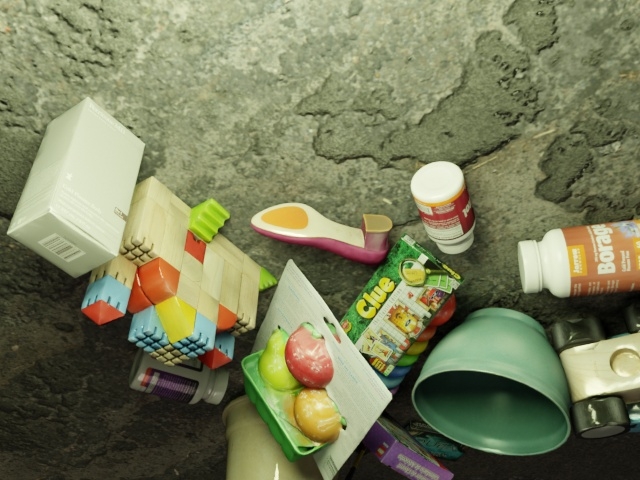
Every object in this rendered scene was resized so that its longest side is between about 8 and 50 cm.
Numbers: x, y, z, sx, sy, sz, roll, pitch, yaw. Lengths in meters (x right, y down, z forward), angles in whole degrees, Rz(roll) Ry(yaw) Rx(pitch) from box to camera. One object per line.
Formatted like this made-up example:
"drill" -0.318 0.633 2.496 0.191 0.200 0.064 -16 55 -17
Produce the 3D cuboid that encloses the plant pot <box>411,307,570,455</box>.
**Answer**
"plant pot" 0.342 0.256 1.451 0.293 0.196 0.293 14 141 11

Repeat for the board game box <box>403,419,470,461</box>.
"board game box" 0.285 0.506 1.885 0.186 0.026 0.126 14 137 -13

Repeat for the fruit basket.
"fruit basket" -0.011 0.258 1.447 0.166 0.327 0.353 -15 146 -39

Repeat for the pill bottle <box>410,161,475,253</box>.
"pill bottle" 0.206 -0.049 1.222 0.086 0.086 0.152 -12 137 15

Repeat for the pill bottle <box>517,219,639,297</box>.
"pill bottle" 0.455 0.035 1.281 0.216 0.121 0.121 -7 137 9

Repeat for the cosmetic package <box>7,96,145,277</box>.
"cosmetic package" -0.350 -0.080 1.095 0.107 0.237 0.127 -23 135 29

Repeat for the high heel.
"high heel" 0.000 0.000 1.297 0.244 0.082 0.117 -1 140 -9

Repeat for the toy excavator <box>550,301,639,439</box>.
"toy excavator" 0.722 0.292 1.534 0.433 0.222 0.445 -17 149 19

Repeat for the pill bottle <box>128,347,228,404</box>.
"pill bottle" -0.301 0.288 1.598 0.194 0.108 0.108 21 135 -20

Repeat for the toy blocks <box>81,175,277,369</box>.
"toy blocks" -0.236 0.085 1.256 0.191 0.260 0.381 -25 132 27

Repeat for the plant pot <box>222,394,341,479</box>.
"plant pot" -0.094 0.566 1.729 0.334 0.305 0.333 6 142 5

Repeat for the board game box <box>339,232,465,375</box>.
"board game box" 0.138 0.123 1.373 0.136 0.030 0.259 39 122 12

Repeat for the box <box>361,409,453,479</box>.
"box" 0.130 0.413 1.612 0.201 0.293 0.057 37 88 -33

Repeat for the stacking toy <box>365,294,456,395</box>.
"stacking toy" 0.159 0.197 1.481 0.141 0.141 0.330 21 129 -20

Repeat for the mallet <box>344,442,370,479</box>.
"mallet" 0.081 0.561 1.844 0.039 0.189 0.062 37 139 2
